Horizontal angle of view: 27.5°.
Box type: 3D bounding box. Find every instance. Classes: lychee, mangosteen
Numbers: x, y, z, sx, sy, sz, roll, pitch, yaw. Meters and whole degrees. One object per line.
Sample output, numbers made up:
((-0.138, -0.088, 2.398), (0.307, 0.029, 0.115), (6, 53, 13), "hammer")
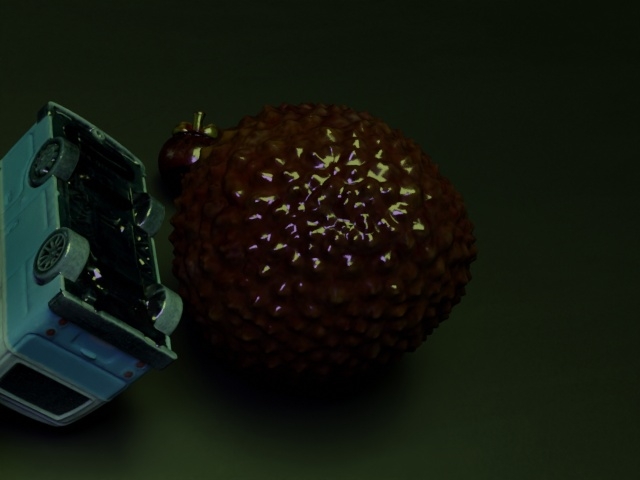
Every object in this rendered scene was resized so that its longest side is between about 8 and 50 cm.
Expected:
((0.000, 0.000, 1.217), (0.276, 0.304, 0.275), (7, 79, -38), "lychee")
((-0.130, -0.084, 1.379), (0.081, 0.081, 0.081), (11, 44, -11), "mangosteen")

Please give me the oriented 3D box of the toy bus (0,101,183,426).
((-0.232, 0.022, 1.164), (0.133, 0.165, 0.271), (35, 25, -36), "toy bus")
